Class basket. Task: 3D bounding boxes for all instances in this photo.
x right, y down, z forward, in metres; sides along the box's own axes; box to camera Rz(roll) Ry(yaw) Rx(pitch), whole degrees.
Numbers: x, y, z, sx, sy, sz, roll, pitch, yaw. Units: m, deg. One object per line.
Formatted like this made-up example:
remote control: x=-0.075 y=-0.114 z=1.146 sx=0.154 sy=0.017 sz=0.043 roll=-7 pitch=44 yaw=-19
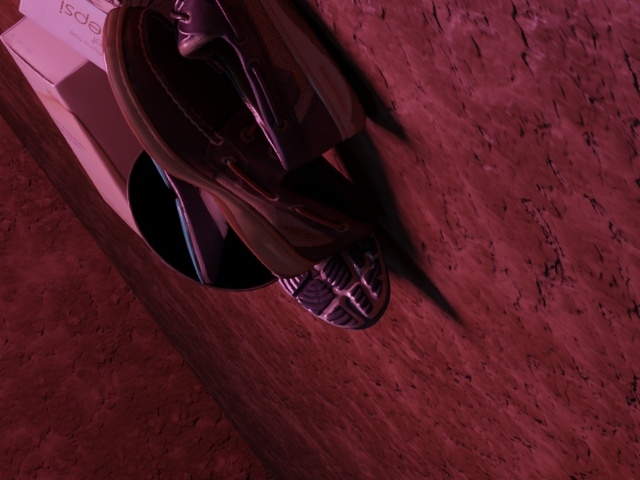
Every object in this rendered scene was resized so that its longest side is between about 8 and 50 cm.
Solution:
basket: x=-0.119 y=-0.019 z=2.114 sx=0.204 sy=0.154 sz=0.227 roll=36 pitch=173 yaw=1

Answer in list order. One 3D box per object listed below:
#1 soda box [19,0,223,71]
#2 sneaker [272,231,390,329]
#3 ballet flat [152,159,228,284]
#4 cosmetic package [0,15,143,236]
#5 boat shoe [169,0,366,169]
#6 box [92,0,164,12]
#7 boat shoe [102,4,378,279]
soda box: x=-0.177 y=-0.199 z=1.774 sx=0.216 sy=0.069 sz=0.074 roll=35 pitch=141 yaw=8
sneaker: x=0.000 y=0.000 z=1.875 sx=0.110 sy=0.107 sz=0.275 roll=42 pitch=-174 yaw=-42
ballet flat: x=-0.131 y=-0.056 z=1.962 sx=0.074 sy=0.074 sz=0.203 roll=152 pitch=95 yaw=-79
cosmetic package: x=-0.257 y=-0.148 z=2.342 sx=0.160 sy=0.113 sz=0.309 roll=40 pitch=165 yaw=46
boat shoe: x=-0.079 y=-0.183 z=1.548 sx=0.285 sy=0.092 sz=0.103 roll=51 pitch=169 yaw=1
box: x=-0.217 y=-0.329 z=1.632 sx=0.275 sy=0.094 sz=0.113 roll=56 pitch=168 yaw=-26
boat shoe: x=-0.062 y=-0.097 z=1.666 sx=0.342 sy=0.123 sz=0.123 roll=50 pitch=-150 yaw=-38
